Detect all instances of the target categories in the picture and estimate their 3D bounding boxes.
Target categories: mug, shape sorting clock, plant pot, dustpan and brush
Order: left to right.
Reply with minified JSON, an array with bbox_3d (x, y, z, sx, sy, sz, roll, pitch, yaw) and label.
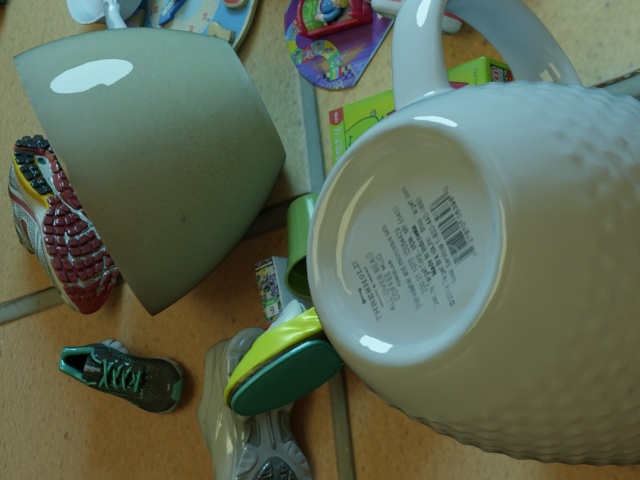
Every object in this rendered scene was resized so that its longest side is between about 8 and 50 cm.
[{"bbox_3d":[-0.226,-0.269,1.530,0.147,0.060,0.211,-49,52,29],"label":"dustpan and brush"},{"bbox_3d":[-0.147,-0.096,1.375,0.191,0.284,0.284,-28,60,-3],"label":"plant pot"},{"bbox_3d":[-0.147,-0.267,1.524,0.206,0.040,0.206,-8,79,41],"label":"shape sorting clock"},{"bbox_3d":[0.000,0.000,1.334,0.083,0.083,0.079,-39,47,31],"label":"plant pot"},{"bbox_3d":[0.149,-0.023,1.025,0.276,0.328,0.374,-25,67,37],"label":"mug"}]

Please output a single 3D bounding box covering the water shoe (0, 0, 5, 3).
[{"bbox_3d":[-0.417,-0.335,1.772,0.080,0.073,0.203,41,112,10],"label":"water shoe"}]

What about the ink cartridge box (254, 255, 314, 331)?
[{"bbox_3d":[-0.024,0.075,1.344,0.029,0.062,0.115,-24,69,38],"label":"ink cartridge box"}]

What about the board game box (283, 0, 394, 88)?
[{"bbox_3d":[0.014,-0.235,1.379,0.133,0.033,0.169,48,114,35],"label":"board game box"}]

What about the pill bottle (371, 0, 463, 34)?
[{"bbox_3d":[0.107,-0.272,1.265,0.087,0.087,0.160,22,98,42],"label":"pill bottle"}]

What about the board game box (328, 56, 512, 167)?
[{"bbox_3d":[0.091,-0.095,1.281,0.181,0.043,0.092,-16,73,40],"label":"board game box"}]

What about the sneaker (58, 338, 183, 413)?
[{"bbox_3d":[-0.216,0.145,1.497,0.166,0.076,0.065,10,91,42],"label":"sneaker"}]

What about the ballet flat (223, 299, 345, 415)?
[{"bbox_3d":[0.010,0.076,1.273,0.231,0.077,0.077,-30,51,5],"label":"ballet flat"}]

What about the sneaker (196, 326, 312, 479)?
[{"bbox_3d":[-0.072,0.202,1.368,0.115,0.090,0.232,-12,77,60],"label":"sneaker"}]

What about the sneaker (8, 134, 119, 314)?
[{"bbox_3d":[-0.294,-0.010,1.601,0.225,0.088,0.093,64,144,28],"label":"sneaker"}]
